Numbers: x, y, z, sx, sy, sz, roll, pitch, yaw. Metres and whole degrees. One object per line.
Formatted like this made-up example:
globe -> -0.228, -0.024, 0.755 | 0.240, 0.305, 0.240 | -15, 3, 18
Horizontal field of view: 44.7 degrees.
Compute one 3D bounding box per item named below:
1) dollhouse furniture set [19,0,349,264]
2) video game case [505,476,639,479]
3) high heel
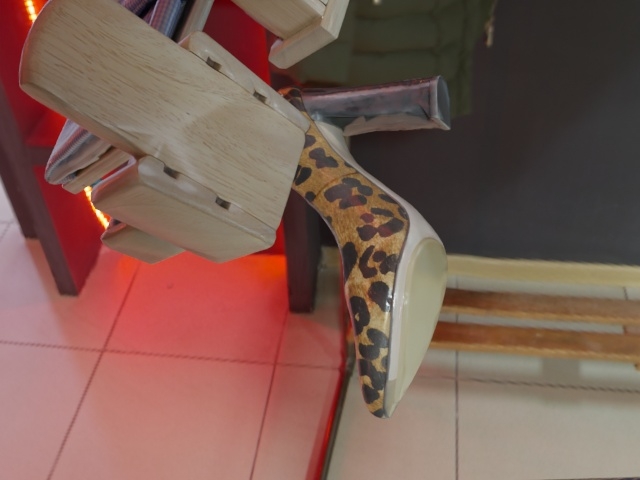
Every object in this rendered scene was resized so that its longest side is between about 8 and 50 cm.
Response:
dollhouse furniture set -> -0.152, -0.132, 0.456 | 0.303, 0.198, 0.287 | -18, 49, 49
video game case -> 0.220, 0.305, 0.446 | 0.036, 0.300, 0.329 | 0, 75, -35
high heel -> 0.000, 0.000, 0.601 | 0.186, 0.093, 0.261 | -1, 71, 27
